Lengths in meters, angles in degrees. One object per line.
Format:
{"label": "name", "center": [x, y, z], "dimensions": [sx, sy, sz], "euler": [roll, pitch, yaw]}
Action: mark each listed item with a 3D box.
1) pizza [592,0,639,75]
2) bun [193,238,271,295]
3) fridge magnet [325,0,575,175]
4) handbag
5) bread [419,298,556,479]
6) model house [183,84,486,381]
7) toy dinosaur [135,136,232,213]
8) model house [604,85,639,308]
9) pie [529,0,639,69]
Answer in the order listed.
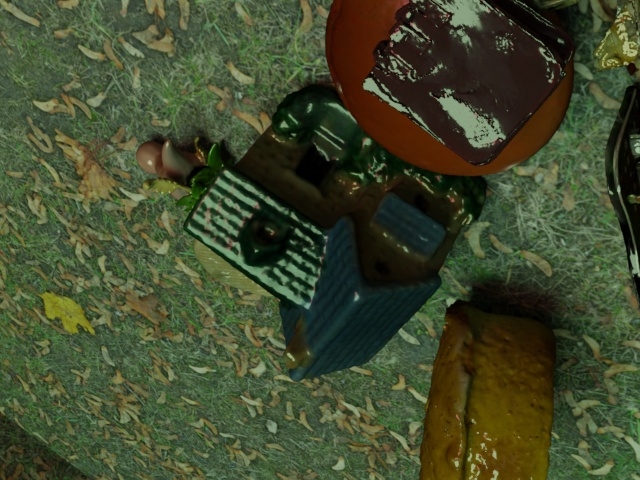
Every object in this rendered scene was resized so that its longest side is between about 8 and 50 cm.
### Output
{"label": "pizza", "center": [0.425, -0.275, 1.163], "dimensions": [0.194, 0.069, 0.154], "euler": [-36, 95, 34]}
{"label": "bun", "center": [-0.131, 0.012, 1.768], "dimensions": [0.209, 0.116, 0.237], "euler": [-9, 137, 35]}
{"label": "fridge magnet", "center": [0.175, -0.250, 1.298], "dimensions": [0.363, 0.155, 0.364], "euler": [18, 136, 18]}
{"label": "handbag", "center": [0.180, -0.222, 1.157], "dimensions": [0.216, 0.074, 0.203], "euler": [36, 133, 3]}
{"label": "bread", "center": [0.281, 0.291, 1.572], "dimensions": [0.215, 0.398, 0.398], "euler": [6, 132, 11]}
{"label": "model house", "center": [0.000, 0.000, 1.504], "dimensions": [0.382, 0.343, 0.335], "euler": [36, 140, 0]}
{"label": "toy dinosaur", "center": [-0.261, -0.148, 1.716], "dimensions": [0.177, 0.152, 0.194], "euler": [34, 179, 2]}
{"label": "model house", "center": [0.497, -0.047, 1.239], "dimensions": [0.153, 0.207, 0.294], "euler": [-4, 126, 32]}
{"label": "pie", "center": [0.405, -0.340, 1.063], "dimensions": [0.337, 0.075, 0.338], "euler": [6, 104, 23]}
